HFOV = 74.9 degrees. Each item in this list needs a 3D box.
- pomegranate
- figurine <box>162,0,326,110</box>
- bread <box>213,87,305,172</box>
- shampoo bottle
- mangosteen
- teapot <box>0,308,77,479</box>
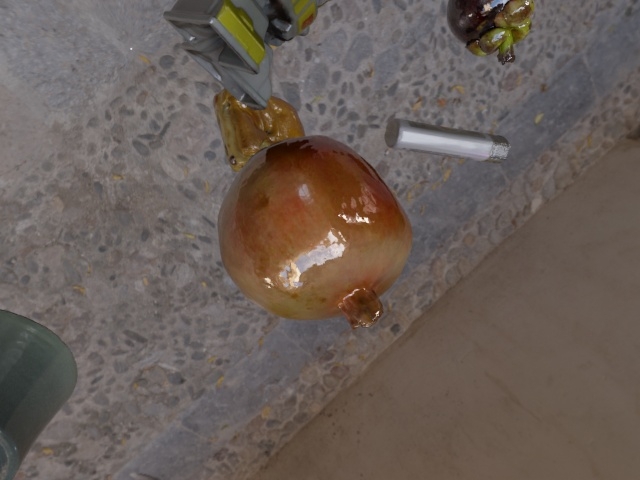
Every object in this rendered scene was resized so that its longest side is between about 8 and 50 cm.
[{"bbox_3d":[0.000,0.000,0.548,0.229,0.270,0.252,-48,151,17],"label":"pomegranate"},{"bbox_3d":[-0.049,-0.331,0.517,0.167,0.342,0.284,35,85,-22],"label":"figurine"},{"bbox_3d":[-0.122,-0.246,0.972,0.235,0.210,0.099,2,155,-47],"label":"bread"},{"bbox_3d":[0.243,-0.191,0.807,0.228,0.086,0.055,6,111,-11],"label":"shampoo bottle"},{"bbox_3d":[0.383,-0.493,0.911,0.192,0.192,0.217,-29,91,-10],"label":"mangosteen"},{"bbox_3d":[-0.326,0.157,0.358,0.163,0.149,0.239,-6,119,-7],"label":"teapot"}]
